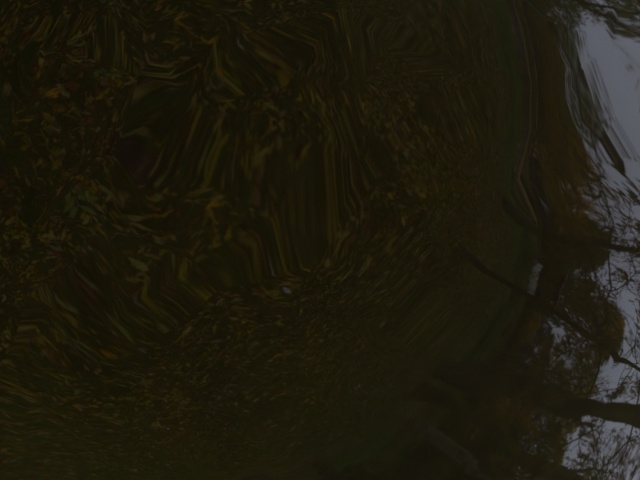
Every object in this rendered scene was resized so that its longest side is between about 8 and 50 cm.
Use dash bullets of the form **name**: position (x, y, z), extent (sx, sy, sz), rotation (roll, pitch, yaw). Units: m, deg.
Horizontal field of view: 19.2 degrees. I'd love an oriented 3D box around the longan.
- **longan**: position (-0.026, 0.004, 0.581), extent (0.361, 0.361, 0.361), rotation (-24, -128, 35)
